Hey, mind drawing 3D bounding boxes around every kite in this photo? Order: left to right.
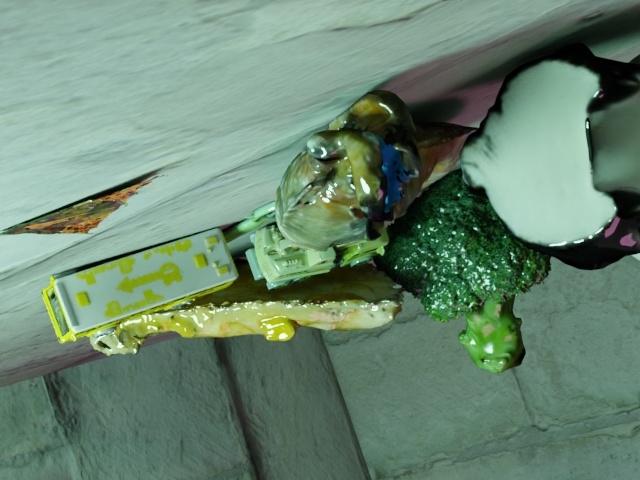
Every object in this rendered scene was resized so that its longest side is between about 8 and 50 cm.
[{"bbox_3d":[-0.223,-0.018,1.174,0.125,0.008,0.222,-16,175,-28],"label":"kite"}]

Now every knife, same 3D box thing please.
[{"bbox_3d":[-0.097,-0.016,1.651,0.054,0.015,0.212,-15,174,-36],"label":"knife"}]

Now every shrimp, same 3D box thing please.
[{"bbox_3d":[0.056,-0.062,1.267,0.221,0.110,0.445,-25,179,1],"label":"shrimp"}]

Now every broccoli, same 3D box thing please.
[{"bbox_3d":[0.220,0.037,1.971,0.297,0.297,0.297,-9,-153,4],"label":"broccoli"}]

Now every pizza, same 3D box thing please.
[{"bbox_3d":[-0.081,0.077,1.985,0.434,0.080,0.392,-3,-167,9],"label":"pizza"}]

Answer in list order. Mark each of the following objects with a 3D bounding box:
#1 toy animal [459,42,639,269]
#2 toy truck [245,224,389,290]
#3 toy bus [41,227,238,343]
[{"bbox_3d":[0.290,-0.074,1.207,0.266,0.213,0.212,-3,168,-29],"label":"toy animal"},{"bbox_3d":[0.000,0.000,1.821,0.191,0.085,0.116,-15,171,-22],"label":"toy truck"},{"bbox_3d":[-0.212,0.055,1.609,0.226,0.081,0.074,-17,173,-26],"label":"toy bus"}]
